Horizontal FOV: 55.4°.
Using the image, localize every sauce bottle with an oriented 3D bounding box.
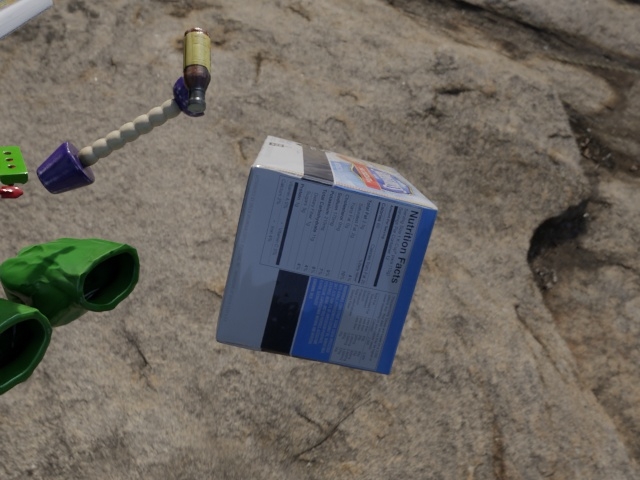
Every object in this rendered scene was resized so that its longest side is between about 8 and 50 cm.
[{"bbox_3d":[-0.181,-0.247,0.890,0.042,0.042,0.128,1,72,-10],"label":"sauce bottle"}]

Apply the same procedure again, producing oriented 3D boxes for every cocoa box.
[{"bbox_3d":[0.000,0.000,0.877,0.228,0.231,0.347,13,14,-5],"label":"cocoa box"}]

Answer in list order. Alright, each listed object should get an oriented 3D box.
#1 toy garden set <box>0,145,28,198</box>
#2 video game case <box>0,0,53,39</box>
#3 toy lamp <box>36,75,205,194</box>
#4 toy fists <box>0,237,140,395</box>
[{"bbox_3d":[-0.600,-0.079,0.974,0.244,0.049,0.204,-9,37,-30],"label":"toy garden set"},{"bbox_3d":[-0.299,-0.159,0.467,0.143,0.019,0.157,-10,32,2],"label":"video game case"},{"bbox_3d":[-0.320,-0.162,0.974,0.275,0.080,0.080,-30,66,-2],"label":"toy lamp"},{"bbox_3d":[-0.345,0.079,0.709,0.142,0.096,0.279,10,33,24],"label":"toy fists"}]
